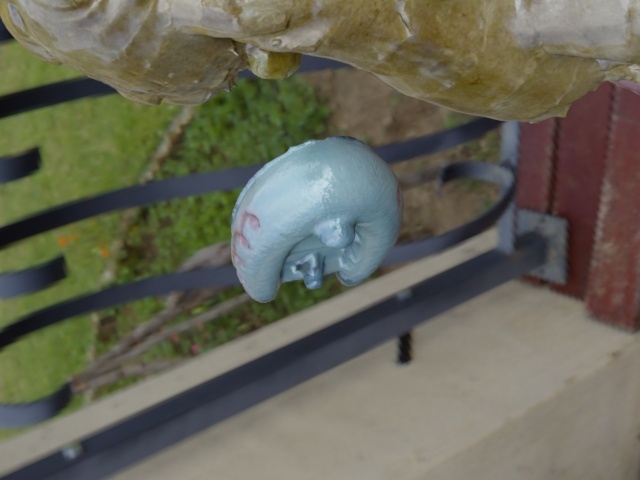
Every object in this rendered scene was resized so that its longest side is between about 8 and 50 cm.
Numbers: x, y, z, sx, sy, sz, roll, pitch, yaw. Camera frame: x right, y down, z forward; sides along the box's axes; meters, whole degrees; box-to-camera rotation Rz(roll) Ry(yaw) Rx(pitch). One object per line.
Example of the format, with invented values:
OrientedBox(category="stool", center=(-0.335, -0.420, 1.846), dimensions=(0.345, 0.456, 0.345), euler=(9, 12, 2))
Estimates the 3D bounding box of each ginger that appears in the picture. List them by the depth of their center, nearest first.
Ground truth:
OrientedBox(category="ginger", center=(-0.006, -0.061, 0.413), dimensions=(0.193, 0.176, 0.052), euler=(-10, 79, 50))

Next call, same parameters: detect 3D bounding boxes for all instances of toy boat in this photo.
OrientedBox(category="toy boat", center=(0.000, 0.000, 1.115), dimensions=(0.207, 0.134, 0.078), euler=(108, 152, -62))

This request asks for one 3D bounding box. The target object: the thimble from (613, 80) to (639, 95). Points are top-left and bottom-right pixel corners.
OrientedBox(category="thimble", center=(0.183, -0.160, 0.698), dimensions=(0.189, 0.163, 0.125), euler=(46, 164, 36))
